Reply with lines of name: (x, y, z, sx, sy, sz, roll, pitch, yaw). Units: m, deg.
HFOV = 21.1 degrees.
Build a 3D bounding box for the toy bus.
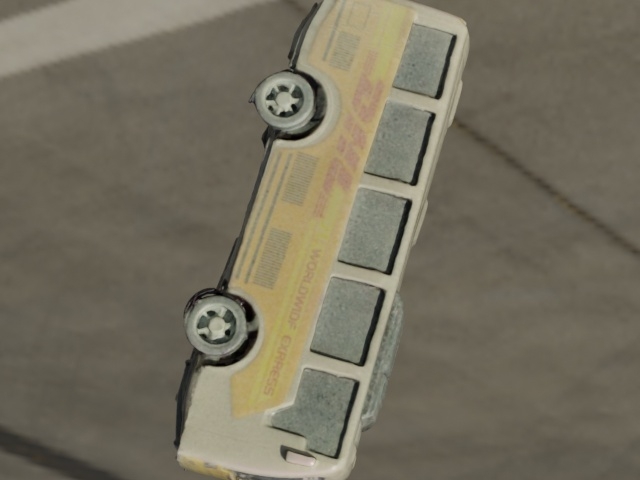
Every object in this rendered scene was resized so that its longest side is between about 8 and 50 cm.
toy bus: (0.000, 0.000, 1.156, 0.138, 0.342, 0.097, 15, 166, 4)
